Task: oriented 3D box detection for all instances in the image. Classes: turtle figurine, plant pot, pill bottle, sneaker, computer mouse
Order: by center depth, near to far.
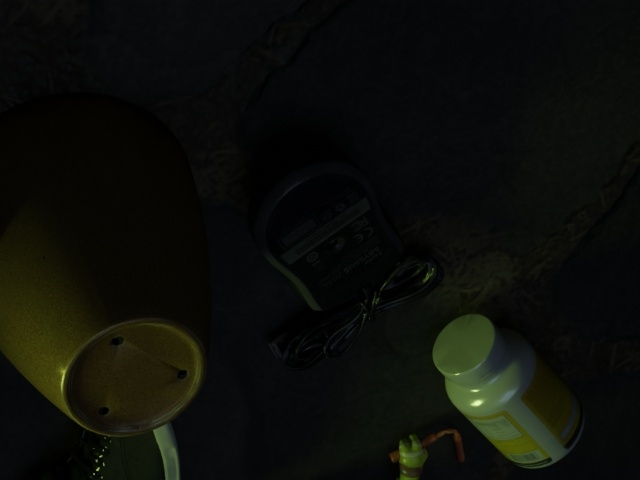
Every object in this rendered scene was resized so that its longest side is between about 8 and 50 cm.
[{"bbox_3d":[-0.185,0.038,1.354,0.237,0.254,0.237,-12,126,-17],"label":"plant pot"},{"bbox_3d":[0.000,0.000,1.534,0.188,0.072,0.272,-31,142,-3],"label":"computer mouse"},{"bbox_3d":[-0.219,0.218,1.560,0.147,0.104,0.295,-19,133,-17],"label":"sneaker"},{"bbox_3d":[0.195,0.156,1.700,0.103,0.103,0.184,-39,129,6],"label":"pill bottle"},{"bbox_3d":[0.062,0.333,1.777,0.217,0.087,0.269,-5,125,-21],"label":"turtle figurine"}]
